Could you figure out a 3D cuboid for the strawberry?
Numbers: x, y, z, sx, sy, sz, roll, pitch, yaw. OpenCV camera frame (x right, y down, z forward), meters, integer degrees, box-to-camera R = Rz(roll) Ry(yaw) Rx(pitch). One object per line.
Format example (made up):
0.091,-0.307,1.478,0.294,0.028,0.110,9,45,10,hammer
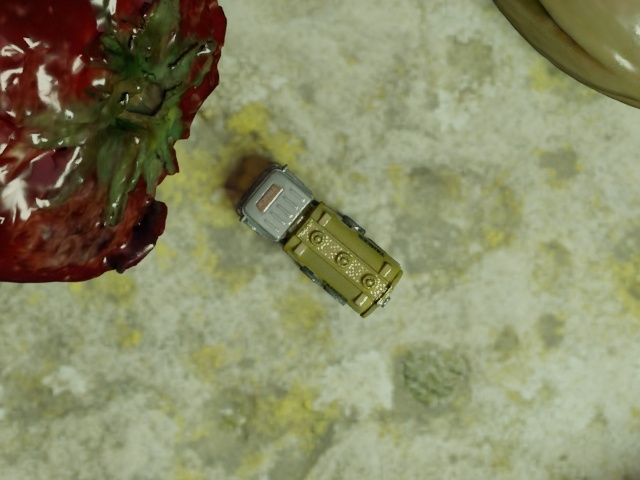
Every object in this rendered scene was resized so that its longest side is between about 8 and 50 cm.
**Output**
-0.208,-0.106,1.138,0.220,0.274,0.274,20,91,34,strawberry

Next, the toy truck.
0.000,0.000,1.220,0.123,0.063,0.052,40,90,-4,toy truck

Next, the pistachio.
0.197,-0.174,1.200,0.226,0.136,0.136,40,90,3,pistachio
